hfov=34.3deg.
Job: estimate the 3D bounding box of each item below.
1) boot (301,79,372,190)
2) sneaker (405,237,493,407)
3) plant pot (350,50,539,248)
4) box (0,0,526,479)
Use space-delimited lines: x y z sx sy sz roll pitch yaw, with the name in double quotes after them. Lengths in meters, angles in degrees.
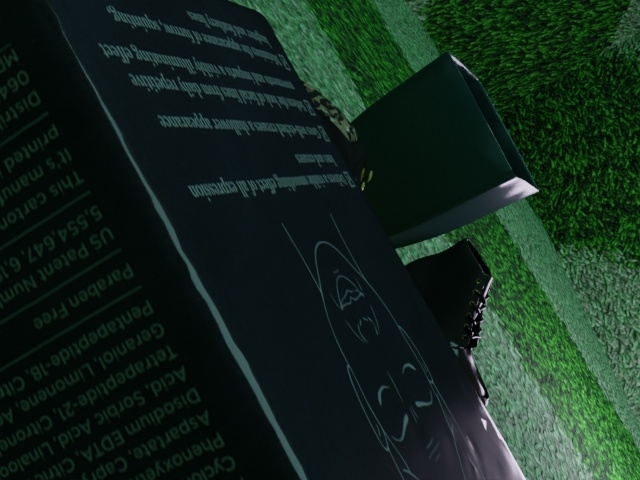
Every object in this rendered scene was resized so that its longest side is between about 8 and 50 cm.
0.000 0.000 0.992 0.377 0.138 0.284 52 18 -7 "boot"
0.191 0.110 1.364 0.222 0.118 0.083 65 18 15 "sneaker"
0.109 -0.084 1.250 0.166 0.234 0.165 65 17 12 "plant pot"
-0.066 0.088 0.516 0.395 0.212 0.293 61 17 5 "box"
